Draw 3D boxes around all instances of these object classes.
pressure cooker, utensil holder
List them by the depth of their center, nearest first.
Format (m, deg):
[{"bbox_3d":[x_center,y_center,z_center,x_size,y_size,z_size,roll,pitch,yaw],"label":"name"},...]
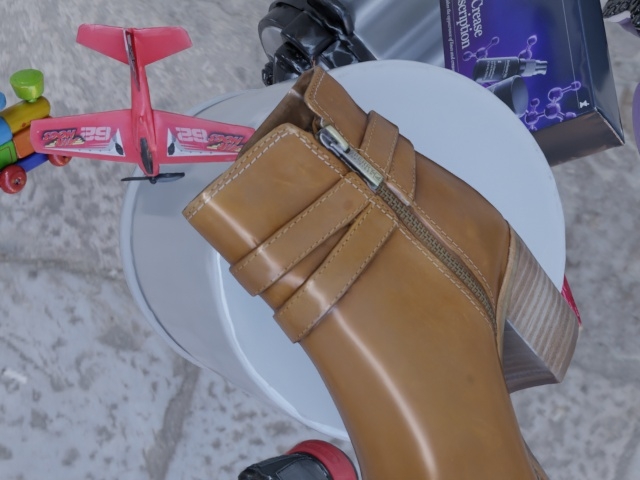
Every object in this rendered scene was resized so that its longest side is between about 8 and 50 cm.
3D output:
[{"bbox_3d":[0.000,0.000,0.937,0.327,0.385,0.328,-1,92,-20],"label":"utensil holder"},{"bbox_3d":[0.099,-0.312,1.658,0.420,0.375,0.370,-41,111,-9],"label":"pressure cooker"}]

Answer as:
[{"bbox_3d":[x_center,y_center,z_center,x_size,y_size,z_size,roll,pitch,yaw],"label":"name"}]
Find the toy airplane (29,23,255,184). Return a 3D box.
[{"bbox_3d":[-0.115,-0.085,0.624,0.151,0.028,0.151,1,145,1],"label":"toy airplane"}]

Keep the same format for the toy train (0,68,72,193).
[{"bbox_3d":[-0.406,-0.184,1.418,0.248,0.105,0.143,-39,143,-39],"label":"toy train"}]

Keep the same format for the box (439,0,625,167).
[{"bbox_3d":[0.253,-0.220,1.214,0.184,0.261,0.103,-17,150,28],"label":"box"}]

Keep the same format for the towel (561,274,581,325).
[{"bbox_3d":[0.262,0.086,1.589,0.274,0.031,0.199,-18,106,22],"label":"towel"}]

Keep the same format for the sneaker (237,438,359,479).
[{"bbox_3d":[-0.062,0.303,0.842,0.135,0.097,0.276,16,95,-56],"label":"sneaker"}]

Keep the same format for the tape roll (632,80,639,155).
[{"bbox_3d":[0.716,-0.202,1.939,0.090,0.275,0.275,-17,112,-4],"label":"tape roll"}]

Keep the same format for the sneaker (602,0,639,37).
[{"bbox_3d":[0.466,-0.291,1.268,0.124,0.283,0.107,34,105,-7],"label":"sneaker"}]

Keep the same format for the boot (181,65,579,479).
[{"bbox_3d":[0.023,0.052,0.481,0.220,0.109,0.283,44,48,-15],"label":"boot"}]
